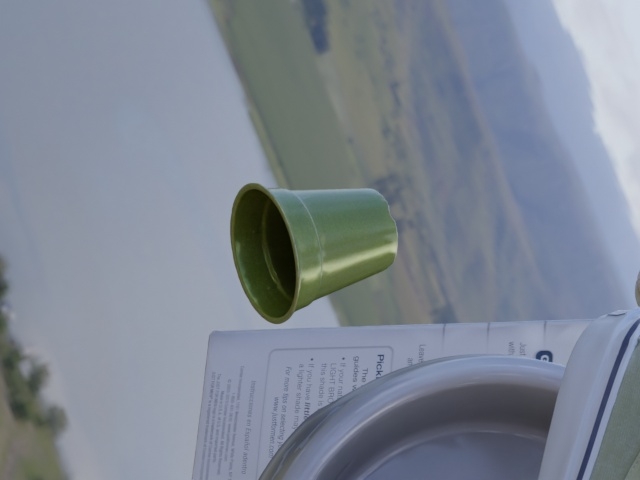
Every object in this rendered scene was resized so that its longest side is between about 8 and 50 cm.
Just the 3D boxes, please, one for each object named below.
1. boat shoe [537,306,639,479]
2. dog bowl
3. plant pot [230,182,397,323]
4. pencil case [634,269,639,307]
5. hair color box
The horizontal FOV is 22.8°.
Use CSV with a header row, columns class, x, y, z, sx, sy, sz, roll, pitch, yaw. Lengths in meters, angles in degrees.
class,x,y,z,sx,sy,sz,roll,pitch,yaw
boat shoe,0.149,0.176,0.768,0.094,0.109,0.302,-5,-109,56
dog bowl,0.108,0.230,0.982,0.102,0.348,0.349,93,-23,-76
plant pot,0.000,0.000,0.937,0.083,0.079,0.083,33,-51,52
pencil case,0.399,-0.038,1.071,0.183,0.410,0.160,14,40,-45
hair color box,0.081,0.161,1.239,0.105,0.347,0.174,57,35,-59
